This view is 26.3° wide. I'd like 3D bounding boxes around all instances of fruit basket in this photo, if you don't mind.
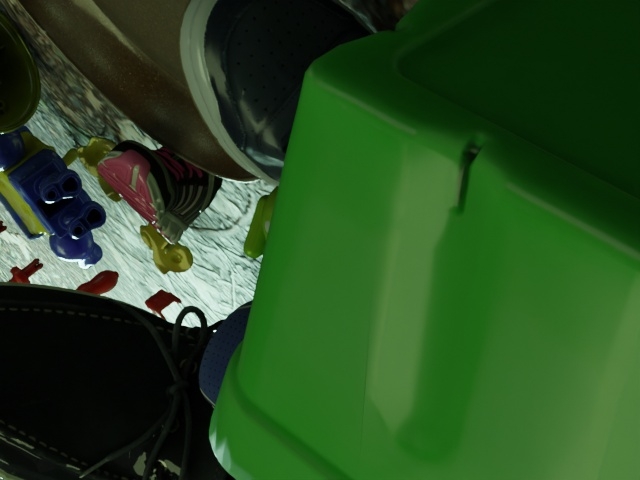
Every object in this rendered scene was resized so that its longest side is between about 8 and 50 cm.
[{"bbox_3d":[0.148,0.115,0.463,0.392,0.283,0.392,37,146,30],"label":"fruit basket"}]

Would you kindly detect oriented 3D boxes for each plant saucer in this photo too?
[{"bbox_3d":[-0.126,-0.167,0.858,0.311,0.050,0.310,41,163,15],"label":"plant saucer"}]

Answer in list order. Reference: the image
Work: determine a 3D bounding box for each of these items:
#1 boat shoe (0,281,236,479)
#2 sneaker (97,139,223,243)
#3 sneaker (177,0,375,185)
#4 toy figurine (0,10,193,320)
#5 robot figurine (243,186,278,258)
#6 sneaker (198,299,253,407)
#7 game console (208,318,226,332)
[{"bbox_3d":[-0.113,0.151,1.169,0.500,0.186,0.156,22,154,-10],"label":"boat shoe"},{"bbox_3d":[-0.115,-0.052,1.038,0.063,0.075,0.170,41,173,13],"label":"sneaker"},{"bbox_3d":[0.054,-0.022,0.682,0.282,0.099,0.153,49,169,-34],"label":"sneaker"},{"bbox_3d":[-0.308,-0.054,1.322,0.362,0.191,0.217,55,165,-24],"label":"toy figurine"},{"bbox_3d":[0.000,0.000,0.913,0.101,0.067,0.115,22,153,28],"label":"robot figurine"},{"bbox_3d":[0.010,0.104,0.921,0.316,0.127,0.182,19,-179,43],"label":"sneaker"},{"bbox_3d":[-0.052,0.110,1.274,0.122,0.107,0.071,147,119,-72],"label":"game console"}]
